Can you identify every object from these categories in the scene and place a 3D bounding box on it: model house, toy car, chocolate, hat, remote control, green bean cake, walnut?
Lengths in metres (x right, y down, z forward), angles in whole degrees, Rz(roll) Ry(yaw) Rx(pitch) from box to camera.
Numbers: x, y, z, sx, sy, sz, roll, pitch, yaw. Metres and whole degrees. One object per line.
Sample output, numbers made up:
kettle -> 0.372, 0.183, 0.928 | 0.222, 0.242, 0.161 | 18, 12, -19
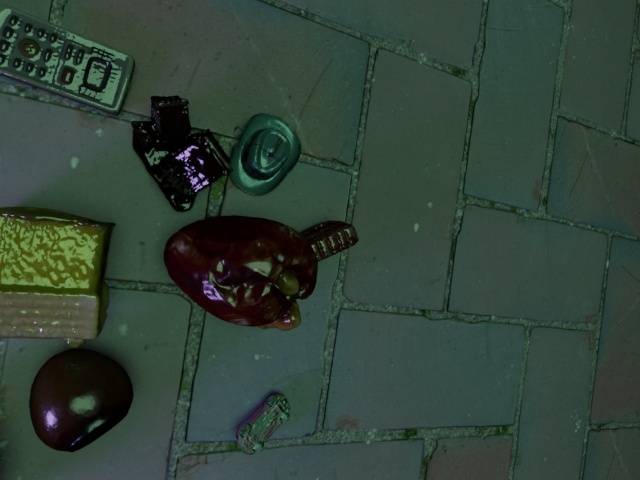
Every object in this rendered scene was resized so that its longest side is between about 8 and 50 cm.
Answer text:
model house -> -0.468, 0.067, 0.709 | 0.193, 0.175, 0.234 | 6, 86, -24
toy car -> -0.130, 0.405, 0.929 | 0.142, 0.055, 0.069 | -42, 115, -27
chocolate -> -0.434, 0.278, 0.752 | 0.176, 0.177, 0.177 | -1, 92, -23
hat -> -0.114, -0.191, 0.905 | 0.138, 0.078, 0.191 | 31, 80, -23
model house -> -0.271, -0.174, 0.795 | 0.141, 0.164, 0.203 | -43, 105, -22
remote control -> -0.500, -0.336, 0.758 | 0.285, 0.038, 0.123 | 19, 85, -22
green bean cake -> 0.000, 0.000, 0.928 | 0.135, 0.135, 0.056 | -27, 105, -21
walnut -> -0.151, 0.064, 0.819 | 0.222, 0.269, 0.244 | -50, 149, -35
